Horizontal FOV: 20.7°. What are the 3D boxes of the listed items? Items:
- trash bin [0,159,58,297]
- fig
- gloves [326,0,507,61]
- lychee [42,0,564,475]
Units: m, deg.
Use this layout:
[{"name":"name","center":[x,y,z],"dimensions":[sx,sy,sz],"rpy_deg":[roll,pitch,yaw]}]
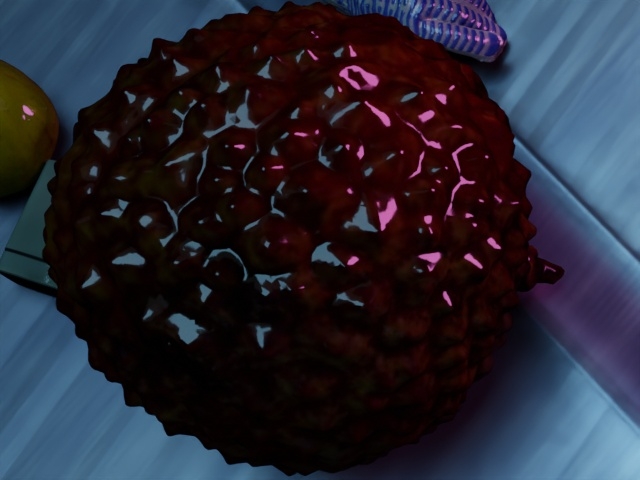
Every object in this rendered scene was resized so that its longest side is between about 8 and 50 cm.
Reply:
[{"name":"trash bin","center":[-0.258,-0.006,1.812],"dimensions":[0.116,0.059,0.130],"rpy_deg":[17,75,21]},{"name":"fig","center":[-0.348,-0.121,1.853],"dimensions":[0.136,0.121,0.153],"rpy_deg":[-33,88,-2]},{"name":"gloves","center":[0.087,-0.240,1.780],"dimensions":[0.229,0.097,0.119],"rpy_deg":[26,110,19]},{"name":"lychee","center":[0.000,0.000,1.549],"dimensions":[0.424,0.500,0.425],"rpy_deg":[-23,63,54]}]
